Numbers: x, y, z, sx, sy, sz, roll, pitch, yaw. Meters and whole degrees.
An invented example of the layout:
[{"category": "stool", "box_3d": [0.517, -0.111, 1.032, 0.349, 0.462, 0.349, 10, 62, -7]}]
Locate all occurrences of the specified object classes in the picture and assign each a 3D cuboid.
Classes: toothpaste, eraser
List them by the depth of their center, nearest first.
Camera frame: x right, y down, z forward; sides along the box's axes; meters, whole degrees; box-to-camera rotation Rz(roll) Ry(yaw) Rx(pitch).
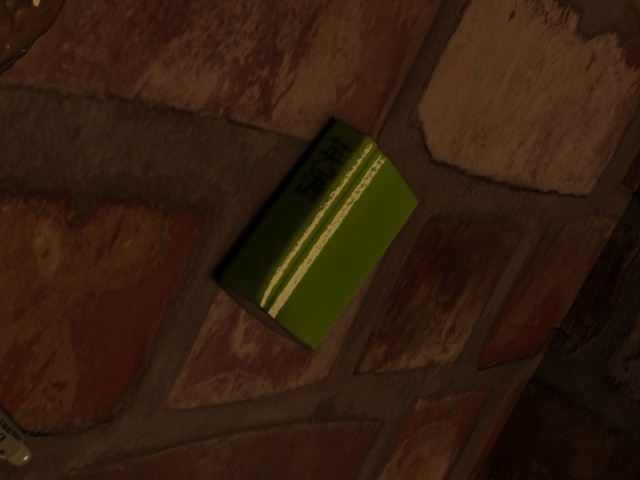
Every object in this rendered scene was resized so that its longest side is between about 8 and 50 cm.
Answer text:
[{"category": "toothpaste", "box_3d": [-0.382, 0.184, 1.088, 0.067, 0.037, 0.255, -44, 143, -17]}, {"category": "eraser", "box_3d": [0.000, 0.000, 1.366, 0.274, 0.092, 0.210, -52, 148, -6]}]

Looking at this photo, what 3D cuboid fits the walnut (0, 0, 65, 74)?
[{"category": "walnut", "box_3d": [-0.282, -0.193, 0.748, 0.230, 0.178, 0.178, -42, 148, -40]}]
